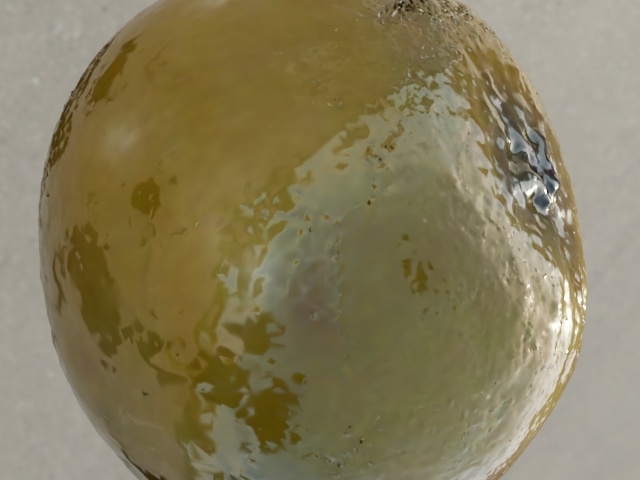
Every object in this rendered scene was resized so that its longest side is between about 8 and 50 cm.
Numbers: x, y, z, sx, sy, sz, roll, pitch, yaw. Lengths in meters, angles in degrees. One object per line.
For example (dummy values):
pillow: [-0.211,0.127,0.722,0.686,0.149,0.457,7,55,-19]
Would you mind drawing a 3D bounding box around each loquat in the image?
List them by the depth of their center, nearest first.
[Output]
loquat: [0.000,0.000,0.800,0.263,0.263,0.263,-41,157,-22]
